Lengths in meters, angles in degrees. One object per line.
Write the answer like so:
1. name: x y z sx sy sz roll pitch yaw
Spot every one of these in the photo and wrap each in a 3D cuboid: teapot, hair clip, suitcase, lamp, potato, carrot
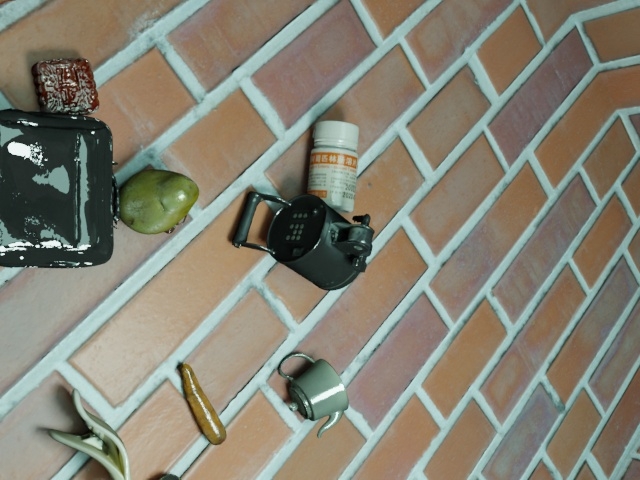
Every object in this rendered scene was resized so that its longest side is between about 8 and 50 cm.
1. teapot: -0.030 0.428 2.082 0.149 0.162 0.239 -26 80 -21
2. hair clip: -0.513 0.480 1.729 0.113 0.172 0.282 -46 103 -18
3. suitcase: -0.615 -0.109 1.649 0.340 0.188 0.344 0 88 -41
4. lamp: -0.011 0.012 2.042 0.272 0.374 0.204 54 49 -59
5. potato: -0.389 -0.102 1.794 0.157 0.194 0.157 42 39 -47
6. carrot: -0.311 0.424 1.926 0.059 0.059 0.247 -31 104 -32

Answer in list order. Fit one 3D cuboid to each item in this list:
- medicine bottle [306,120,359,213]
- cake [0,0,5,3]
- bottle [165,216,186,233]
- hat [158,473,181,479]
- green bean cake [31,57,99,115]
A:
1. medicine bottle: 0.038 -0.208 2.125 0.145 0.145 0.251 11 82 -35
2. cake: -0.672 -0.645 1.514 0.270 0.320 0.269 -37 108 -35
3. bottle: -0.377 -0.065 1.890 0.063 0.047 0.101 21 79 11
4. hat: -0.392 0.648 1.868 0.121 0.050 0.121 5 82 -36
5. green bean cake: -0.592 -0.355 1.728 0.136 0.056 0.135 -15 100 -35
